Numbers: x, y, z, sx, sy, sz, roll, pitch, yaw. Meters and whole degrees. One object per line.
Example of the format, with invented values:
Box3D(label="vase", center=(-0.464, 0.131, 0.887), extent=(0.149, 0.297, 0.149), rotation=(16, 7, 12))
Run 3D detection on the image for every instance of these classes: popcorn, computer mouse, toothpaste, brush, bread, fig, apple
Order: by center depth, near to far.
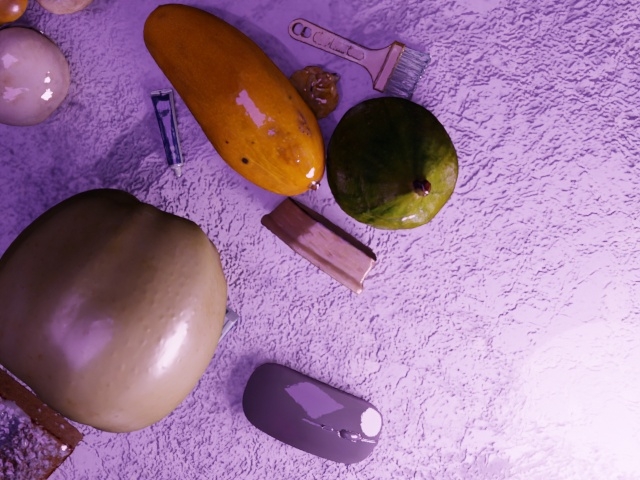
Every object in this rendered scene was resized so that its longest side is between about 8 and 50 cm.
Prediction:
Box3D(label="fig", center=(0.101, -0.099, 1.496), extent=(0.203, 0.235, 0.203), rotation=(1, 105, 3))
Box3D(label="apple", center=(-0.311, 0.098, 1.536), extent=(0.357, 0.357, 0.357), rotation=(1, 102, 6))
Box3D(label="popcorn", center=(-0.003, -0.232, 1.573), extent=(0.084, 0.084, 0.084), rotation=(1, 102, 6))
Box3D(label="brush", center=(0.053, -0.285, 1.574), extent=(0.218, 0.010, 0.082), rotation=(24, 104, 1))
Box3D(label="toothpaste", center=(-0.236, -0.168, 1.628), extent=(0.037, 0.021, 0.139), rotation=(-10, 99, 1))
Box3D(label="computer mouse", center=(-0.015, 0.281, 1.680), extent=(0.232, 0.057, 0.120), rotation=(24, 104, 1))
Box3D(label="bread", center=(-0.605, 0.261, 1.716), extent=(0.417, 0.113, 0.165), rotation=(39, 105, -3))

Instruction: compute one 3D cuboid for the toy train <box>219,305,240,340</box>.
Box3D(label="toy train", center=(-0.221, 0.201, 1.689), extent=(0.052, 0.051, 0.234), rotation=(39, 103, 1))

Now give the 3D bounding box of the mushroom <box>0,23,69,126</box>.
Box3D(label="mushroom", center=(-0.462, -0.252, 1.591), extent=(0.154, 0.122, 0.154), rotation=(-11, 117, -23))

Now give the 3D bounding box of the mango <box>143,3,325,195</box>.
Box3D(label="mango", center=(-0.124, -0.210, 1.528), extent=(0.144, 0.187, 0.359), rotation=(-42, 93, -22))

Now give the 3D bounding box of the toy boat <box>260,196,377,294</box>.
Box3D(label="toy boat", center=(0.000, 0.000, 1.590), extent=(0.188, 0.116, 0.061), rotation=(34, 99, -4))

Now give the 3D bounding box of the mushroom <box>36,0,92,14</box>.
Box3D(label="mushroom", center=(-0.382, -0.412, 1.546), extent=(0.148, 0.112, 0.148), rotation=(1, 95, 11))

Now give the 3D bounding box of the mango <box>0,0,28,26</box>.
Box3D(label="mango", center=(-0.542, -0.391, 1.564), extent=(0.227, 0.109, 0.147), rotation=(30, 90, 9))
